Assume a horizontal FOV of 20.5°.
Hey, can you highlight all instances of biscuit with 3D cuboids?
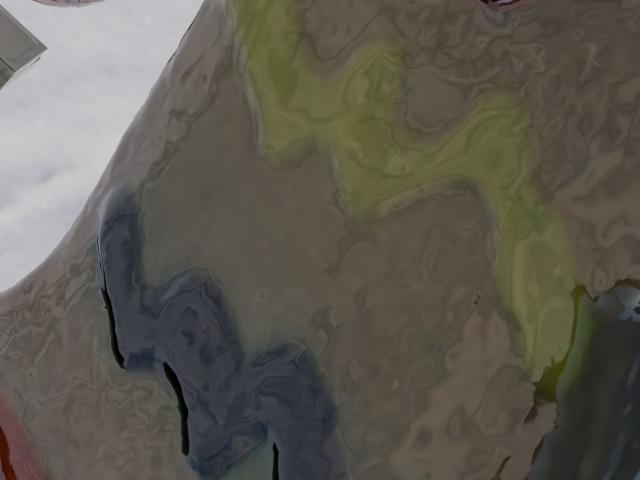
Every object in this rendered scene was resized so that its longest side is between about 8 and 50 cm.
[{"bbox_3d":[0.000,0.000,0.559,0.076,0.368,0.394,8,120,-44],"label":"biscuit"}]

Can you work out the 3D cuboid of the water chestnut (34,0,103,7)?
[{"bbox_3d":[-0.211,-0.307,1.502,0.224,0.238,0.223,-7,112,-18],"label":"water chestnut"}]

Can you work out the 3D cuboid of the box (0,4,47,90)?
[{"bbox_3d":[-0.315,-0.191,1.707,0.035,0.079,0.083,-45,-176,27],"label":"box"}]
